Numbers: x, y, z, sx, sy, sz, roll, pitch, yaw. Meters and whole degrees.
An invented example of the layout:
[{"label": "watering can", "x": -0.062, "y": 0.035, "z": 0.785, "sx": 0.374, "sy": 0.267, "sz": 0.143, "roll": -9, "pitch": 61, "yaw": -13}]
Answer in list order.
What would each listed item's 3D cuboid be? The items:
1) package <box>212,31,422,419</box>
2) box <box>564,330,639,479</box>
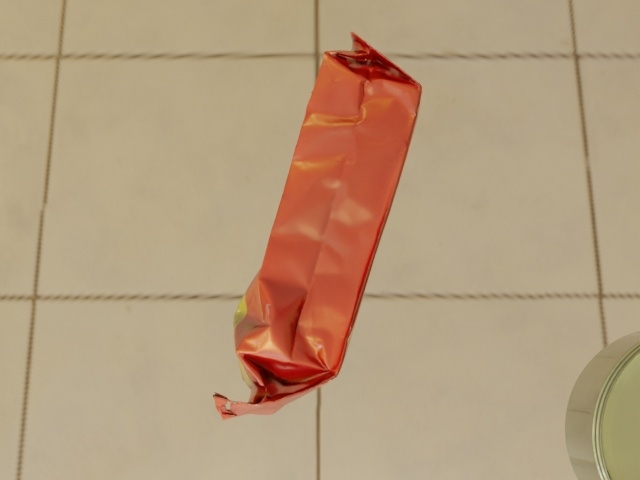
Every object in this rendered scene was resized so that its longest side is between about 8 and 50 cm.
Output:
[{"label": "package", "x": 0.000, "y": -0.001, "z": 1.362, "sx": 0.123, "sy": 0.196, "sz": 0.423, "roll": 18, "pitch": 83, "yaw": 1}, {"label": "box", "x": 0.379, "y": 0.200, "z": 1.325, "sx": 0.226, "sy": 0.149, "sz": 0.226, "roll": 0, "pitch": 85, "yaw": -1}]
